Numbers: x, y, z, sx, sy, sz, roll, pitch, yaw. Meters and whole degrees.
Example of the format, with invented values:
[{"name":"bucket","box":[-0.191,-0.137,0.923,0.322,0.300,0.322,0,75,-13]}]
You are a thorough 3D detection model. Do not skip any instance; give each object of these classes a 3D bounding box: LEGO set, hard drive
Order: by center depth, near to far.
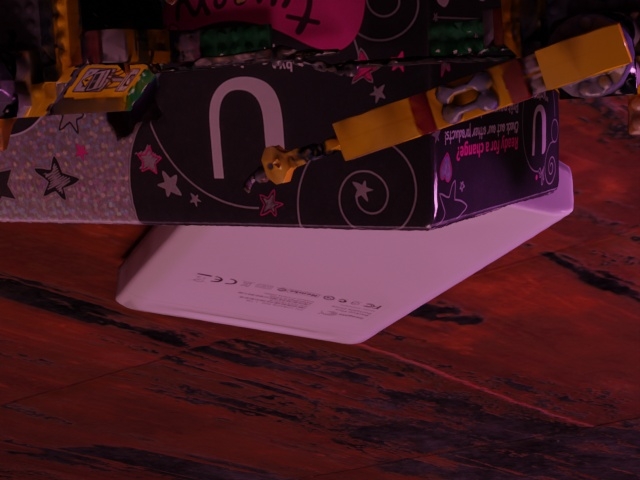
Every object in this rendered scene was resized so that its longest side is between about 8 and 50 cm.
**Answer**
[{"name":"LEGO set","box":[-0.035,-0.139,0.413,0.331,0.254,0.192,9,-169,25]},{"name":"hard drive","box":[0.000,0.000,1.070,0.233,0.047,0.353,11,158,-20]}]

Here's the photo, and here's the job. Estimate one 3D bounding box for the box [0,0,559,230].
[{"name":"box","box":[-0.034,-0.079,0.622,0.247,0.142,0.163,0,-172,28]}]
